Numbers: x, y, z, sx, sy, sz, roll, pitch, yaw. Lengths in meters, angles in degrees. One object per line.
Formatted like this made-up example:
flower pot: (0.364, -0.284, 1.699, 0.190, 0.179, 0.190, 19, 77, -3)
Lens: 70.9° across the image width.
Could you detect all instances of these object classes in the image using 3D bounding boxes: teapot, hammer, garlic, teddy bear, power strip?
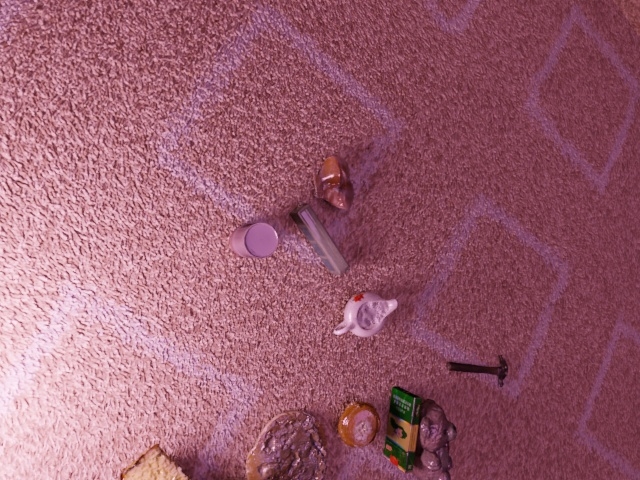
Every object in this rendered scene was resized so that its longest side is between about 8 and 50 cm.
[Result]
teapot: (0.135, 0.240, 1.435, 0.226, 0.092, 0.145, -29, 99, -22)
hammer: (0.590, 0.483, 1.686, 0.298, 0.027, 0.124, 11, 85, -24)
garlic: (0.051, -0.180, 1.401, 0.124, 0.099, 0.174, -4, 91, -40)
teddy bear: (0.374, 0.674, 1.504, 0.151, 0.236, 0.266, 7, 101, 17)
power strip: (0.000, 0.000, 1.381, 0.052, 0.078, 0.272, -38, 106, -19)

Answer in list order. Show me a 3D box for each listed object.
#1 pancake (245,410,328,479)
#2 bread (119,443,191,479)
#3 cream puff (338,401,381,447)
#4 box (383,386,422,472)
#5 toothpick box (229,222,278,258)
pancake: (-0.090, 0.654, 1.347, 0.283, 0.049, 0.281, 1, 88, -25)
bread: (-0.403, 0.638, 1.154, 0.129, 0.134, 0.260, -44, 104, -32)
cream puff: (0.118, 0.578, 1.418, 0.127, 0.103, 0.143, 24, 79, -10)
box: (0.268, 0.614, 1.472, 0.034, 0.132, 0.234, 10, 85, -24)
toothpick box: (-0.187, 0.001, 1.251, 0.099, 0.149, 0.098, 0, 89, -25)
